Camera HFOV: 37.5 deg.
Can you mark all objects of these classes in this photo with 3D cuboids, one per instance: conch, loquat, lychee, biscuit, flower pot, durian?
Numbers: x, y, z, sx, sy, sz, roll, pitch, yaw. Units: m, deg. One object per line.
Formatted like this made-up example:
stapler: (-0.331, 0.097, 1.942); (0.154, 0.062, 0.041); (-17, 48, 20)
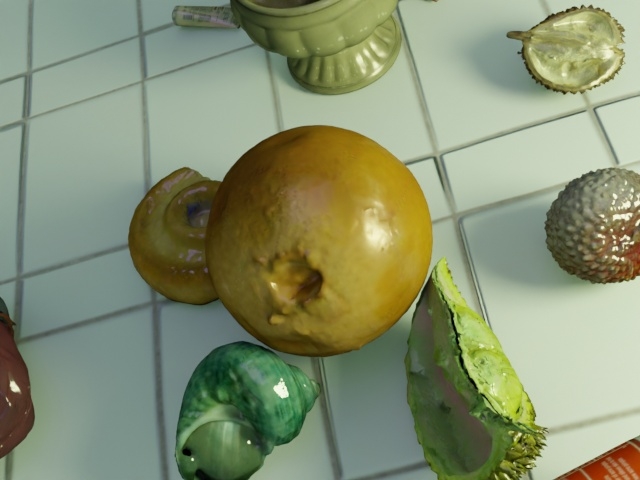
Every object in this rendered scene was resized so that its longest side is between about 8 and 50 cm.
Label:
conch: (-0.099, 0.232, 1.311); (0.202, 0.196, 0.134); (-5, 23, 1)
loquat: (0.000, 0.000, 1.308); (0.329, 0.328, 0.328); (-9, 57, 14)
lychee: (0.393, -0.019, 1.274); (0.165, 0.165, 0.197); (-45, 23, -11)
biscuit: (-0.197, -0.004, 1.516); (0.274, 0.091, 0.213); (21, 66, 26)
flower pot: (0.005, -0.403, 1.607); (0.308, 0.244, 0.307); (-10, 55, 14)
durian: (0.386, -0.300, 1.497); (0.189, 0.091, 0.148); (16, 89, 5)
durian: (0.179, 0.187, 1.208); (0.158, 0.169, 0.351); (-22, 39, 5)

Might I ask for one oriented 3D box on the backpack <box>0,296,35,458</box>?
backpack: (-0.583, 0.222, 1.438); (0.283, 0.197, 0.317); (-38, 56, -9)

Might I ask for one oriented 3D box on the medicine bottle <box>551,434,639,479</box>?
medicine bottle: (0.327, 0.362, 1.004); (0.241, 0.252, 0.252); (-28, 54, 2)

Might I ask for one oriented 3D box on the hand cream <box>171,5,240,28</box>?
hand cream: (-0.219, -0.436, 1.836); (0.143, 0.039, 0.061); (6, 54, 12)
